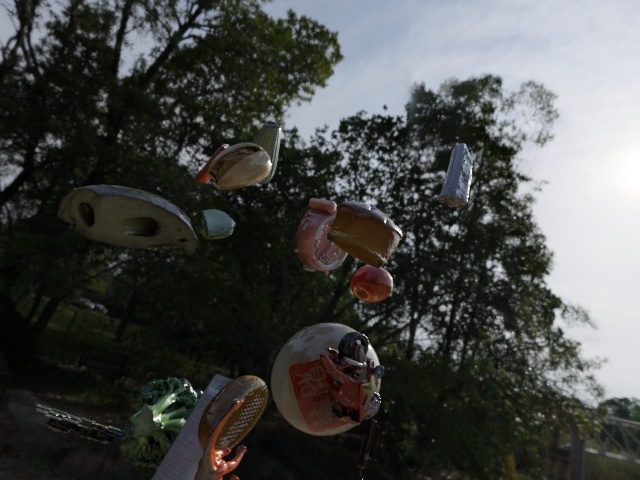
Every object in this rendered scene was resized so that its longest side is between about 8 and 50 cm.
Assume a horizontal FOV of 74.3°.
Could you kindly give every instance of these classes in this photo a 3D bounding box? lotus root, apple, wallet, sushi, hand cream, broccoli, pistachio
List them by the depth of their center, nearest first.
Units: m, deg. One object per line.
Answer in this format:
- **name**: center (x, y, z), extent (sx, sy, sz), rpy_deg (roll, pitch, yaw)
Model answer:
- **sushi**: center (-0.534, 0.412, 0.927), extent (0.201, 0.031, 0.139), rpy_deg (32, -25, -24)
- **hand cream**: center (-0.313, 0.519, 1.071), extent (0.186, 0.358, 0.118), rpy_deg (-9, -45, 49)
- **lotus root**: center (-0.465, -0.066, 1.073), extent (0.210, 0.141, 0.314), rpy_deg (32, 12, 34)
- **broccoli**: center (-0.515, 0.600, 1.383), extent (0.308, 0.307, 0.275), rpy_deg (8, -16, 15)
- **pistachio**: center (-0.276, -0.254, 1.464), extent (0.157, 0.230, 0.157), rpy_deg (42, -31, 33)
- **apple**: center (0.198, 0.172, 1.660), extent (0.163, 0.139, 0.163), rpy_deg (28, -46, 34)
- **wallet**: center (-0.480, -0.347, 1.899), extent (0.045, 0.204, 0.142), rpy_deg (42, 10, -6)

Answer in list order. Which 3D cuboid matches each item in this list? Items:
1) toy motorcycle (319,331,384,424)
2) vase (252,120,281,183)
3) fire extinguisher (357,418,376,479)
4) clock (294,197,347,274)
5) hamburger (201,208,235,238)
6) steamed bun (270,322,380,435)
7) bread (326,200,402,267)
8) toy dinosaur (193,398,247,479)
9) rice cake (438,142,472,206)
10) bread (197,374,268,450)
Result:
- **toy motorcycle**: center (0.091, 0.398, 1.166), extent (0.089, 0.171, 0.297), rpy_deg (21, -49, 57)
- **vase**: center (-0.223, -0.350, 1.681), extent (0.128, 0.128, 0.248), rpy_deg (18, -57, -11)
- **fire extinguisher**: center (0.139, 0.647, 1.315), extent (0.035, 0.173, 0.049), rpy_deg (29, -27, -19)
- **clock**: center (0.000, 0.000, 1.523), extent (0.142, 0.241, 0.227), rpy_deg (12, -19, 43)
- **hamburger**: center (-0.284, -0.043, 1.187), extent (0.084, 0.054, 0.121), rpy_deg (-3, 30, -22)
- **steamed bun**: center (0.027, 0.466, 1.384), extent (0.375, 0.374, 0.241), rpy_deg (19, 4, -14)
- **bread**: center (0.124, -0.020, 1.179), extent (0.196, 0.142, 0.269), rpy_deg (26, -6, 15)
- **toy dinosaur**: center (-0.162, 0.352, 0.660), extent (0.055, 0.279, 0.101), rpy_deg (24, 11, 22)
- **rice cake**: center (0.307, -0.150, 0.945), extent (0.049, 0.269, 0.055), rpy_deg (46, -50, -13)
- **bread**: center (-0.181, 0.352, 0.862), extent (0.078, 0.189, 0.114), rpy_deg (8, -62, 33)
